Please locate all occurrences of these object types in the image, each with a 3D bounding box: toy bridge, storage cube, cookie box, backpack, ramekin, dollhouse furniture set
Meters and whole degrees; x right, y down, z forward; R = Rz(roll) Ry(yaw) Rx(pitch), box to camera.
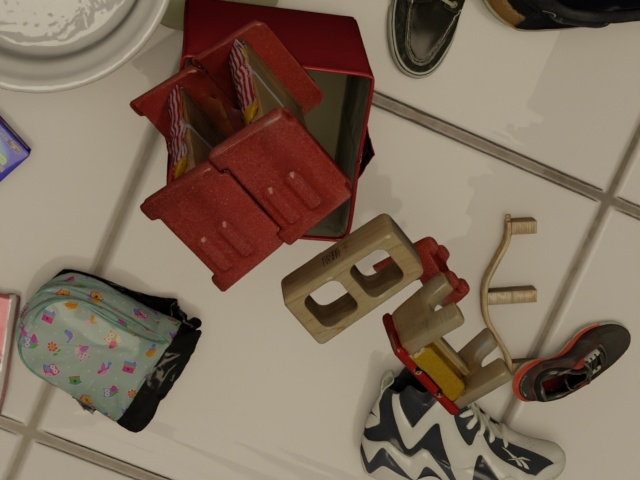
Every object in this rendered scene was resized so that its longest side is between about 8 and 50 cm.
[{"bbox_3d":[0.214,0.062,1.741,0.063,0.026,0.188,-3,102,-4],"label":"toy bridge"},{"bbox_3d":[-0.056,-0.127,1.574,0.215,0.193,0.183,5,115,-7],"label":"storage cube"},{"bbox_3d":[-0.381,-0.092,1.644,0.107,0.040,0.092,-41,102,3],"label":"cookie box"},{"bbox_3d":[-0.238,0.111,1.661,0.182,0.115,0.152,32,99,-8],"label":"backpack"},{"bbox_3d":[-0.287,-0.296,1.563,0.277,0.135,0.277,-2,103,-7],"label":"ramekin"},{"bbox_3d":[0.000,0.000,1.431,0.152,0.201,0.374,-35,120,12],"label":"dollhouse furniture set"}]

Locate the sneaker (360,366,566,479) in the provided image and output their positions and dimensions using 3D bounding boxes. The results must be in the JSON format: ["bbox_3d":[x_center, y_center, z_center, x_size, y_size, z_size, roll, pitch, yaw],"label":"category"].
[{"bbox_3d":[0.167,0.196,1.727,0.235,0.094,0.153,6,109,3],"label":"sneaker"}]

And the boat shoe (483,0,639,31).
[{"bbox_3d":[0.418,-0.322,1.624,0.500,0.156,0.186,-12,100,-5],"label":"boat shoe"}]

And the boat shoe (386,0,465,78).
[{"bbox_3d":[0.123,-0.281,1.643,0.078,0.070,0.219,11,100,-8],"label":"boat shoe"}]

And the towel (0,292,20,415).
[{"bbox_3d":[-0.437,0.111,1.687,0.197,0.029,0.144,10,100,-10],"label":"towel"}]

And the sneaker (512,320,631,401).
[{"bbox_3d":[0.296,0.146,1.733,0.158,0.065,0.061,-28,110,-17],"label":"sneaker"}]

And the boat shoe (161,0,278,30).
[{"bbox_3d":[-0.113,-0.259,1.639,0.137,0.043,0.049,-11,127,-2],"label":"boat shoe"}]
